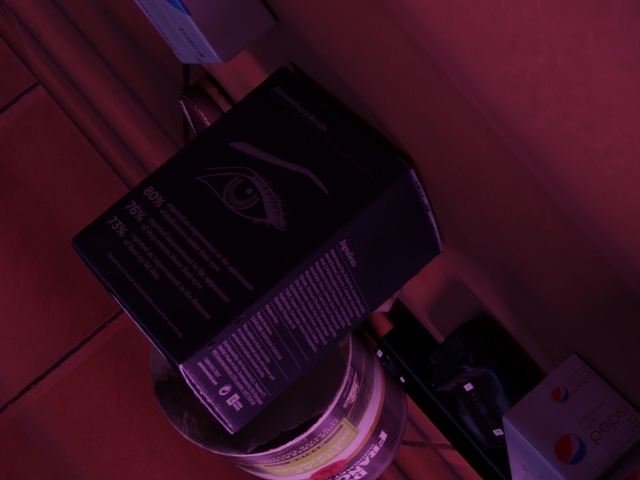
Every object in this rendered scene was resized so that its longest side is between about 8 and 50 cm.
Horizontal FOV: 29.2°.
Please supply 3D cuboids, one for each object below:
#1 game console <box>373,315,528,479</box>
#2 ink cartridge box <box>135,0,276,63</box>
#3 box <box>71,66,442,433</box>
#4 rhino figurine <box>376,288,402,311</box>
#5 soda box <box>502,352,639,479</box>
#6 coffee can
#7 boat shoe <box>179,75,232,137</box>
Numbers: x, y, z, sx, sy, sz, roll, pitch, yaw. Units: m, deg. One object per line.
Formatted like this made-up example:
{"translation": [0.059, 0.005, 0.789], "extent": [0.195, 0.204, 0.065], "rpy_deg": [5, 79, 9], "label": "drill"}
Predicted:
{"translation": [0.140, 0.148, 1.078], "extent": [0.213, 0.044, 0.361], "rpy_deg": [48, 171, 7], "label": "game console"}
{"translation": [-0.092, -0.175, 0.881], "extent": [0.088, 0.052, 0.122], "rpy_deg": [54, 168, -18], "label": "ink cartridge box"}
{"translation": [-0.043, 0.003, 0.872], "extent": [0.153, 0.207, 0.108], "rpy_deg": [44, 169, 36], "label": "box"}
{"translation": [0.000, 0.000, 1.064], "extent": [0.106, 0.073, 0.243], "rpy_deg": [57, 170, -21], "label": "rhino figurine"}
{"translation": [0.183, 0.165, 0.877], "extent": [0.074, 0.069, 0.216], "rpy_deg": [45, 168, 28], "label": "soda box"}
{"translation": [-0.034, 0.150, 1.282], "extent": [0.201, 0.201, 0.275], "rpy_deg": [45, 177, 25], "label": "coffee can"}
{"translation": [-0.082, -0.061, 1.199], "extent": [0.207, 0.073, 0.073], "rpy_deg": [57, 171, -28], "label": "boat shoe"}
